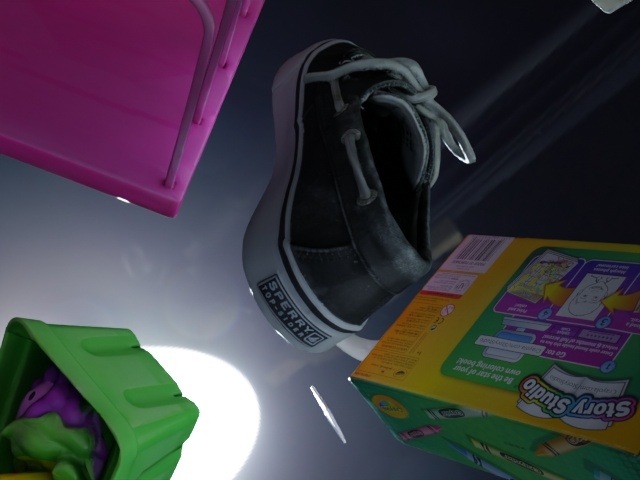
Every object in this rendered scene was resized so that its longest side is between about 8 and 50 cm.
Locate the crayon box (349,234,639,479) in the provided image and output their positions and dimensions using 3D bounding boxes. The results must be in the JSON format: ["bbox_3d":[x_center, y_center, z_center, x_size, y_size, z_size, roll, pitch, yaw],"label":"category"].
[{"bbox_3d":[0.167,0.083,0.688,0.165,0.278,0.081,-47,-64,-22],"label":"crayon box"}]

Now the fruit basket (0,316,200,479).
[{"bbox_3d":[-0.355,0.308,1.174,0.392,0.283,0.392,-34,-31,-24],"label":"fruit basket"}]

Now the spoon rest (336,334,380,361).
[{"bbox_3d":[0.017,0.043,1.182,0.084,0.137,0.276,-25,-67,15],"label":"spoon rest"}]

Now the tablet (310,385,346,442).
[{"bbox_3d":[0.010,0.210,1.201,0.006,0.083,0.054,-29,-75,-7],"label":"tablet"}]

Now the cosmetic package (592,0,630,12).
[{"bbox_3d":[0.314,-0.393,0.976,0.153,0.296,0.129,35,-32,-18],"label":"cosmetic package"}]

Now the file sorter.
[{"bbox_3d":[-0.136,-0.207,0.682,0.202,0.291,0.182,21,-42,-6],"label":"file sorter"}]

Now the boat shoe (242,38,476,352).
[{"bbox_3d":[0.030,-0.061,0.613,0.105,0.306,0.113,-32,-71,24],"label":"boat shoe"}]
